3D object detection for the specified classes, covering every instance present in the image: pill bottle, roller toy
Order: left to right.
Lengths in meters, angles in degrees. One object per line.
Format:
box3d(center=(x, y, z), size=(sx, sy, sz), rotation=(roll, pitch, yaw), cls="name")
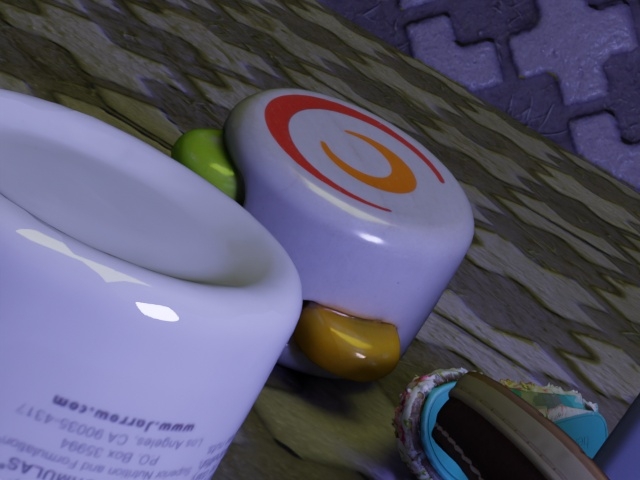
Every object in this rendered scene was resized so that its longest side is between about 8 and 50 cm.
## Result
box3d(center=(-0.112, 0.080, 0.444), size=(0.131, 0.229, 0.131), rotation=(27, 16, -8), cls="pill bottle")
box3d(center=(0.000, 0.000, 1.054), size=(0.209, 0.146, 0.191), rotation=(37, 27, 16), cls="roller toy")

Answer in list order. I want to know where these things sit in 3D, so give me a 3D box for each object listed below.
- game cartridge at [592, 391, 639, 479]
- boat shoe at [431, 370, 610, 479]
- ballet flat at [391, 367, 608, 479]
box3d(center=(0.255, 0.200, 0.784), size=(0.060, 0.196, 0.294), rotation=(10, 25, -51), cls="game cartridge")
box3d(center=(0.130, 0.205, 0.684), size=(0.342, 0.123, 0.123), rotation=(54, 2, 36), cls="boat shoe")
box3d(center=(0.105, 0.131, 0.992), size=(0.077, 0.091, 0.241), rotation=(3, -9, 40), cls="ballet flat")
